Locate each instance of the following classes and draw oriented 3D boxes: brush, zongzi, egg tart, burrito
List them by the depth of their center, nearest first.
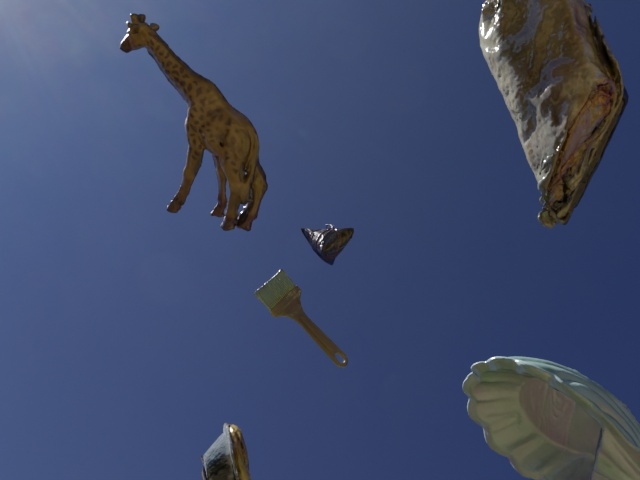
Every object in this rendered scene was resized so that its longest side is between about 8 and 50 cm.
[{"bbox_3d":[0.296,-0.207,0.843,0.107,0.175,0.348,-4,-108,-20],"label":"burrito"},{"bbox_3d":[0.000,0.000,1.017,0.073,0.067,0.083,42,-28,6],"label":"zongzi"},{"bbox_3d":[-0.024,0.146,1.171,0.205,0.083,0.011,47,-45,0],"label":"brush"},{"bbox_3d":[-0.188,0.489,1.344,0.094,0.234,0.234,-7,-68,-16],"label":"egg tart"}]

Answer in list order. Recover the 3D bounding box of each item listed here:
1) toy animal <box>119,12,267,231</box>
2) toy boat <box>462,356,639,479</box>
[{"bbox_3d":[-0.143,-0.137,0.762,0.149,0.054,0.275,-11,-78,34],"label":"toy animal"},{"bbox_3d":[0.337,0.253,0.914,0.290,0.100,0.199,29,-45,44],"label":"toy boat"}]
